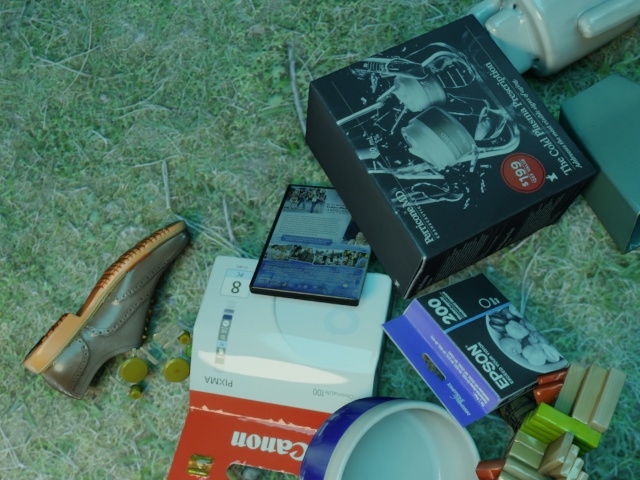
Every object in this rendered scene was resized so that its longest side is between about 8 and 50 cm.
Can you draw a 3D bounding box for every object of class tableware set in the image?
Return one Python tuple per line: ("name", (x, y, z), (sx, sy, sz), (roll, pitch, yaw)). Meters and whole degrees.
("tableware set", (-0.276, 0.212, 1.254), (0.154, 0.104, 0.024), (-43, 27, -2))

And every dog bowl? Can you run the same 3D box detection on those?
("dog bowl", (0.103, 0.358, 1.041), (0.265, 0.104, 0.265), (3, 83, -31))

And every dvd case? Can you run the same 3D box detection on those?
("dvd case", (0.000, 0.000, 1.229), (0.180, 0.022, 0.253), (6, 47, 13))

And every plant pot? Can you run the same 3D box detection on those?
("plant pot", (0.493, -0.137, 1.164), (0.165, 0.166, 0.234), (-31, 64, 1))

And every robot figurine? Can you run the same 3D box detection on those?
("robot figurine", (0.430, -0.416, 1.234), (0.353, 0.200, 0.300), (-31, 37, 0))

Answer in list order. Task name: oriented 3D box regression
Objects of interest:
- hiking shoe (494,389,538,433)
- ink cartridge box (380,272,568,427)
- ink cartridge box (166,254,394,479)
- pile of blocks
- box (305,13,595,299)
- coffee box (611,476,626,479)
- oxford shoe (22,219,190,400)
("hiking shoe", (0.324, 0.267, 1.096), (0.086, 0.114, 0.227), (-33, 71, -2))
("ink cartridge box", (0.233, 0.157, 1.110), (0.208, 0.045, 0.206), (-19, 53, -29))
("ink cartridge box", (-0.064, 0.219, 1.156), (0.308, 0.091, 0.385), (7, 60, 12))
("pile of blocks", (0.268, 0.312, 0.962), (0.112, 0.149, 0.362), (26, 88, 12))
("box", (0.191, -0.137, 1.171), (0.312, 0.179, 0.343), (-27, 70, -14))
("coffee box", (0.408, 0.539, 0.882), (0.338, 0.334, 0.337), (-45, 72, -3))
("oxford shoe", (-0.346, 0.116, 1.289), (0.133, 0.130, 0.364), (45, 77, -13))
